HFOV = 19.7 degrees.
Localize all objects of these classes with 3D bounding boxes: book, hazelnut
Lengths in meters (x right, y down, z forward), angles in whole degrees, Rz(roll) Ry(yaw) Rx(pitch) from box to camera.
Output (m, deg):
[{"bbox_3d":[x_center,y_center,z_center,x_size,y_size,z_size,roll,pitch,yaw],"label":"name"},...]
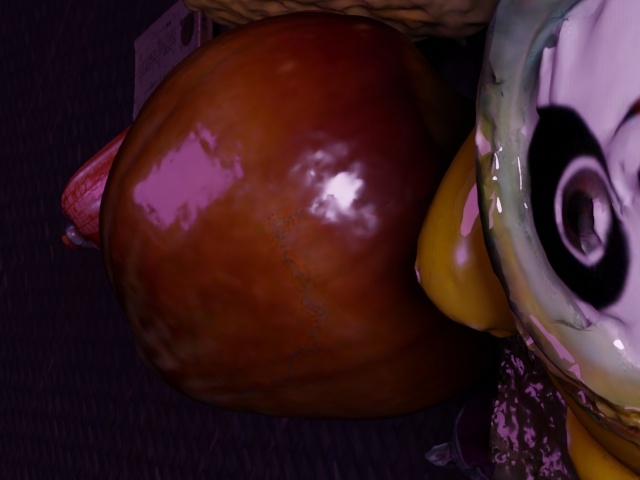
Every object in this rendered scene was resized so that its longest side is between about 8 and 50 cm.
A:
[{"bbox_3d":[-0.115,-0.086,1.410,0.138,0.016,0.198,-26,59,59],"label":"book"},{"bbox_3d":[0.000,0.000,0.920,0.251,0.217,0.217,53,-139,-79],"label":"hazelnut"}]

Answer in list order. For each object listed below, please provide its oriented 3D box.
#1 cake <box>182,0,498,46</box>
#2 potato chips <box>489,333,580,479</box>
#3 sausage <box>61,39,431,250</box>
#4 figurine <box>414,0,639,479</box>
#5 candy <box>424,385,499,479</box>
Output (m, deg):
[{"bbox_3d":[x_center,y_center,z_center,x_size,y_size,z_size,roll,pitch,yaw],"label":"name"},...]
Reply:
[{"bbox_3d":[-0.009,-0.269,0.955,0.227,0.222,0.286,4,71,50],"label":"cake"},{"bbox_3d":[0.124,0.114,0.808,0.142,0.026,0.209,14,112,49],"label":"potato chips"},{"bbox_3d":[-0.060,-0.067,1.109,0.274,0.074,0.074,-35,47,23],"label":"sausage"},{"bbox_3d":[0.170,-0.069,0.623,0.324,0.231,0.340,2,92,38],"label":"figurine"},{"bbox_3d":[0.103,0.088,0.886,0.175,0.045,0.043,-30,26,56],"label":"candy"}]
